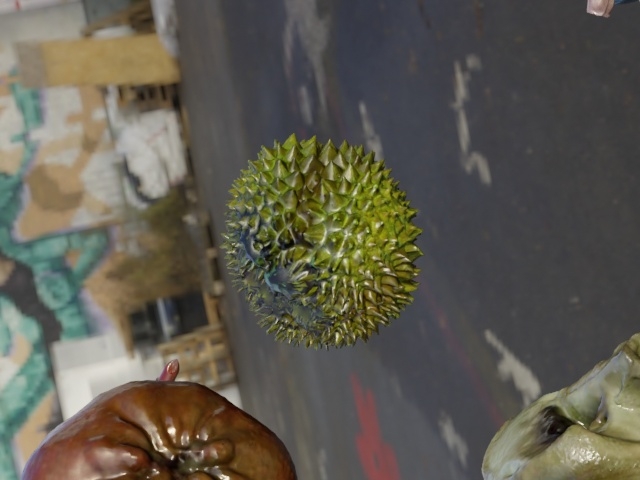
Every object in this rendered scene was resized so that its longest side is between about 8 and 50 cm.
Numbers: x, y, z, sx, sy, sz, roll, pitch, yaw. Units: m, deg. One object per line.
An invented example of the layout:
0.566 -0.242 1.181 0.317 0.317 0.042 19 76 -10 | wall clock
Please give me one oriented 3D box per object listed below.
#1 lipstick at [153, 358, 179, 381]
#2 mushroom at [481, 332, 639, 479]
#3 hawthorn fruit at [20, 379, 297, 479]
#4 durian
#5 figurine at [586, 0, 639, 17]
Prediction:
-0.177 0.173 1.458 0.030 0.030 0.129 -68 4 -55 | lipstick
0.333 0.260 1.507 0.217 0.212 0.292 42 131 1 | mushroom
-0.144 0.257 1.187 0.258 0.258 0.261 -121 38 -63 | hawthorn fruit
0.002 -0.003 1.628 0.291 0.225 0.291 43 156 24 | durian
0.366 -0.299 1.512 0.178 0.144 0.114 36 129 30 | figurine
